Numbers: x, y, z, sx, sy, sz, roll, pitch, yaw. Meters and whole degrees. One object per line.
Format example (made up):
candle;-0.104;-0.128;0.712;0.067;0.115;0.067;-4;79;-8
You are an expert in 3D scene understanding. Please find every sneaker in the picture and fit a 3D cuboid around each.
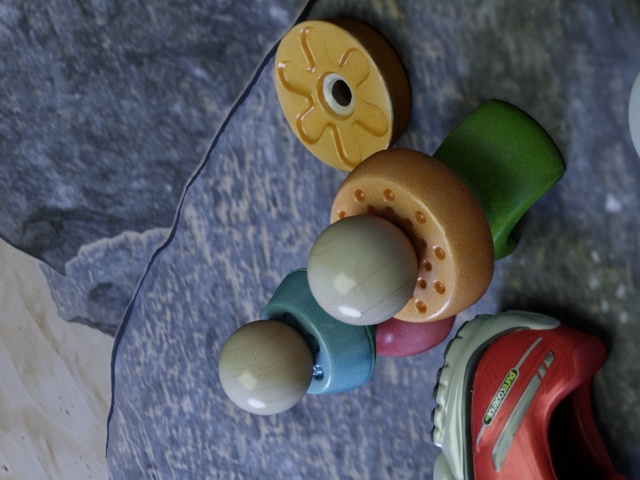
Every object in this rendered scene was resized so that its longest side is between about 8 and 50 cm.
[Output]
sneaker;0.134;0.183;0.768;0.118;0.107;0.278;4;103;36

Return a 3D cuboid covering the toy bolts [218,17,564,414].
toy bolts;0.000;0.000;0.775;0.218;0.158;0.228;43;140;21

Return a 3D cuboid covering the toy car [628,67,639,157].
toy car;0.206;-0.100;0.508;0.182;0.159;0.136;104;159;-44
